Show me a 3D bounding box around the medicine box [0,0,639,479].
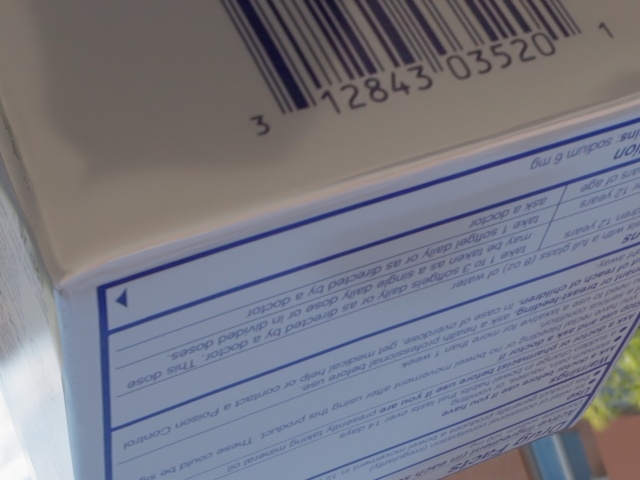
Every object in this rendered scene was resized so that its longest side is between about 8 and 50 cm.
[{"bbox_3d":[0.000,0.000,0.530,0.263,0.149,0.289,-18,150,-20],"label":"medicine box"}]
